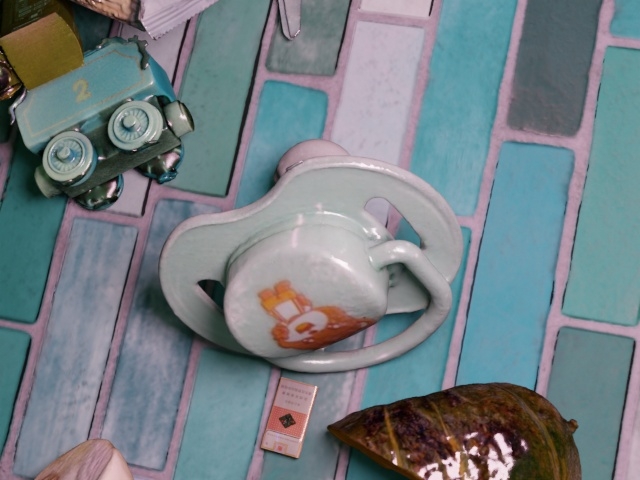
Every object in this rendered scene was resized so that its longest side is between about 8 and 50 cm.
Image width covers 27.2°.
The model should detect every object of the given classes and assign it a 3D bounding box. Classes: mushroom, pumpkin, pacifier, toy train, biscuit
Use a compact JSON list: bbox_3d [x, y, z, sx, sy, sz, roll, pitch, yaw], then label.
[{"bbox_3d":[-0.258,0.338,1.471,0.236,0.173,0.162,-20,115,44],"label":"mushroom"},{"bbox_3d":[0.154,0.204,1.415,0.278,0.111,0.163,30,80,18],"label":"pumpkin"},{"bbox_3d":[0.000,0.000,1.460,0.343,0.288,0.269,-21,38,26],"label":"pacifier"},{"bbox_3d":[-0.357,-0.250,1.587,0.137,0.090,0.225,-25,32,2],"label":"toy train"},{"bbox_3d":[-0.260,-0.139,1.584,0.203,0.112,0.163,-25,67,5],"label":"toy train"},{"bbox_3d":[-0.258,-0.334,1.568,0.309,0.186,0.079,26,128,22],"label":"biscuit"}]

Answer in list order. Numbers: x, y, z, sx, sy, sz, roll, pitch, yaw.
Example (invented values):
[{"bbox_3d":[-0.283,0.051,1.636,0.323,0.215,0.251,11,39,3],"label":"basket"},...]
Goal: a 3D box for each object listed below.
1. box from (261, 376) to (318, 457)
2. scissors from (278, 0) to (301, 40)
[{"bbox_3d":[-0.035,0.201,1.502,0.046,0.012,0.083,14,79,13],"label":"box"},{"bbox_3d":[-0.047,-0.459,1.653,0.192,0.029,0.447,-7,75,11],"label":"scissors"}]
